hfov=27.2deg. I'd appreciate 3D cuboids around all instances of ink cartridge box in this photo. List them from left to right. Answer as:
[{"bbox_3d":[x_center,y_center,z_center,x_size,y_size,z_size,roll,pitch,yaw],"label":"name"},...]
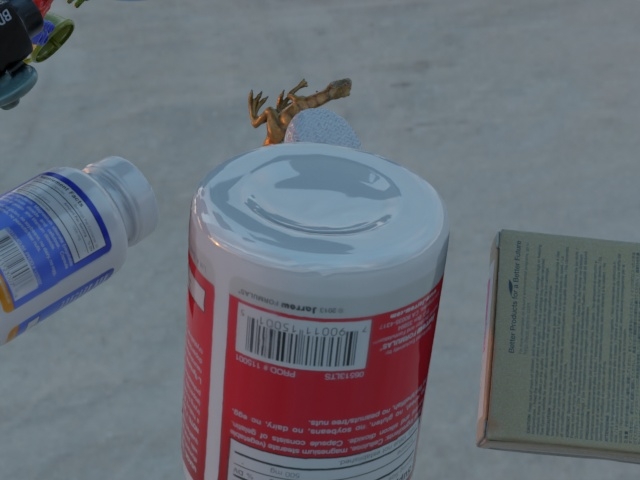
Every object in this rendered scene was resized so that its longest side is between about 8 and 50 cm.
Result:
[{"bbox_3d":[0.275,0.117,1.440,0.193,0.234,0.088,6,-15,2],"label":"ink cartridge box"}]

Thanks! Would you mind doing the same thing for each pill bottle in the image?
[{"bbox_3d":[-0.326,0.004,1.560,0.152,0.152,0.272,12,35,39],"label":"pill bottle"},{"bbox_3d":[-0.015,0.133,1.237,0.229,0.407,0.229,4,31,-3],"label":"pill bottle"}]

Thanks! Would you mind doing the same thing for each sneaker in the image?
[{"bbox_3d":[0.000,0.000,1.470,0.101,0.268,0.153,-4,-19,-29],"label":"sneaker"}]

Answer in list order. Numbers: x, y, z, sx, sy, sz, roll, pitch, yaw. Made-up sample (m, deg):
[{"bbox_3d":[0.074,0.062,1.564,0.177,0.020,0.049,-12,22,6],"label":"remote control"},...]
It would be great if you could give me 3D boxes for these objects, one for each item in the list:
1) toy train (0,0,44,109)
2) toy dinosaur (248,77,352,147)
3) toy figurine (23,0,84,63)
[{"bbox_3d":[-0.426,-0.144,1.277,0.190,0.142,0.334,15,50,42],"label":"toy train"},{"bbox_3d":[-0.052,-0.134,1.620,0.064,0.211,0.112,28,20,-38],"label":"toy dinosaur"},{"bbox_3d":[-0.484,-0.389,1.987,0.217,0.191,0.362,30,6,-4],"label":"toy figurine"}]
